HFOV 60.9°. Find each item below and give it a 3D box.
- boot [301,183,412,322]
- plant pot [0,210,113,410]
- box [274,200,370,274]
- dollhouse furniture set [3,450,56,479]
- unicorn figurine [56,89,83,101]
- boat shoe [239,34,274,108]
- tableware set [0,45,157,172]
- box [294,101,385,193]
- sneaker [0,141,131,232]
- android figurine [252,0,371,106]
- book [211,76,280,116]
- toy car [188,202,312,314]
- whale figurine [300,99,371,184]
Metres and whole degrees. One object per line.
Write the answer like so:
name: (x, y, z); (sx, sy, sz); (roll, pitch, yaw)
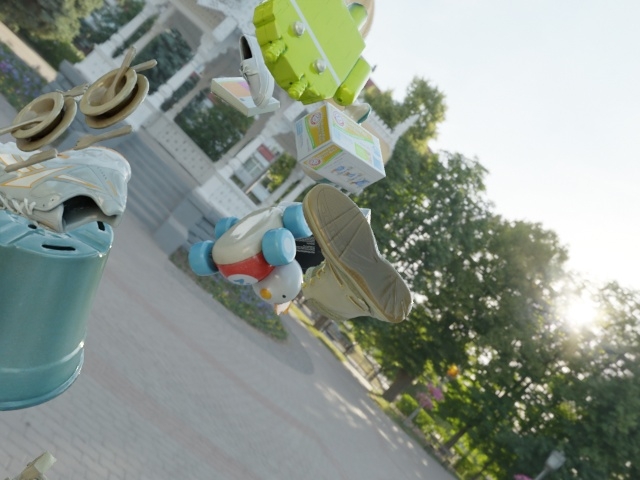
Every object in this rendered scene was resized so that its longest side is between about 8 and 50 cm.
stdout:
boot: (0.020, 0.035, 0.945); (0.262, 0.095, 0.203); (53, -30, -14)
plant pot: (-0.586, 0.084, 1.063); (0.341, 0.334, 0.341); (26, 21, -11)
box: (0.000, 0.000, 1.513); (0.261, 0.185, 0.103); (7, 22, 14)
dollhouse furniture set: (-0.631, 0.557, 1.124); (0.101, 0.181, 0.161); (51, 27, -9)
unicorn figurine: (-0.549, -0.359, 1.360); (0.111, 0.162, 0.060); (40, -31, 9)
boat shoe: (-0.140, -0.359, 1.143); (0.063, 0.066, 0.184); (13, 62, -36)
tableware set: (-0.288, -0.159, 0.632); (0.039, 0.194, 0.128); (55, 30, -48)
box: (0.045, -0.208, 1.255); (0.203, 0.103, 0.114); (23, 51, -46)
sneaker: (-0.400, -0.065, 0.755); (0.099, 0.262, 0.121); (110, -29, -53)
android figurine: (-0.008, -0.323, 0.839); (0.056, 0.273, 0.248); (-6, -50, 38)
book: (-0.178, -0.344, 1.291); (0.144, 0.096, 0.035); (40, -46, 30)
toy car: (-0.111, 0.069, 1.157); (0.238, 0.219, 0.210); (68, 29, -23)
whale figurine: (0.061, -0.289, 1.635); (0.141, 0.272, 0.216); (33, 4, -38)
